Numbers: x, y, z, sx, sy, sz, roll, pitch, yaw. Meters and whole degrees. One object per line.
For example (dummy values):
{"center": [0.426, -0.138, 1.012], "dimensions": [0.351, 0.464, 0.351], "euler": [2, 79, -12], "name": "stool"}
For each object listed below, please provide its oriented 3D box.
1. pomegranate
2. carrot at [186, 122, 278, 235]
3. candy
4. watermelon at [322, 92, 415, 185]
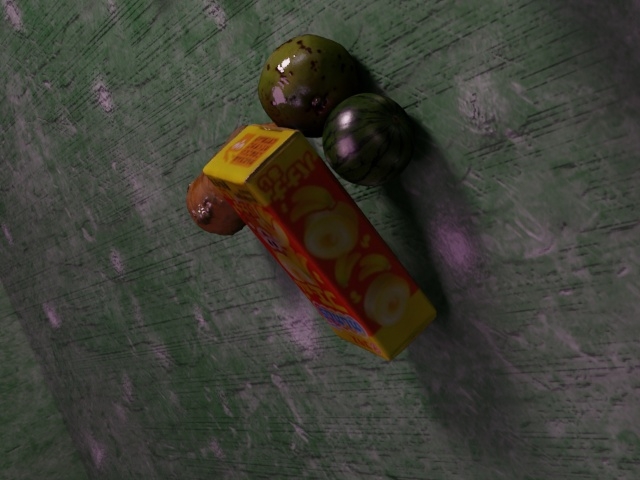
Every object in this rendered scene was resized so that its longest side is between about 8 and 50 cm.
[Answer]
{"center": [-0.016, -0.177, 1.395], "dimensions": [0.142, 0.114, 0.114], "euler": [-109, 11, -57], "name": "pomegranate"}
{"center": [-0.090, -0.093, 1.628], "dimensions": [0.102, 0.102, 0.263], "euler": [62, 148, 7], "name": "carrot"}
{"center": [0.000, 0.000, 1.412], "dimensions": [0.276, 0.088, 0.146], "euler": [51, 165, -23], "name": "candy"}
{"center": [0.048, -0.102, 1.331], "dimensions": [0.109, 0.109, 0.109], "euler": [42, 146, 38], "name": "watermelon"}
